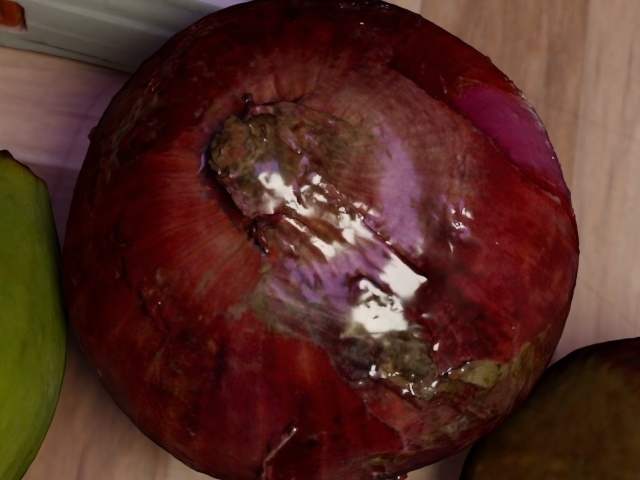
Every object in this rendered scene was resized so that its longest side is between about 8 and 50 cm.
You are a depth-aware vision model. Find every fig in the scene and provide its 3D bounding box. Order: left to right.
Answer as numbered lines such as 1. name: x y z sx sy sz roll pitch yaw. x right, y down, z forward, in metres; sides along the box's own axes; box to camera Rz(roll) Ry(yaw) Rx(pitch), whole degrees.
1. fig: -0.225 0.042 0.954 0.203 0.203 0.225 29 76 4

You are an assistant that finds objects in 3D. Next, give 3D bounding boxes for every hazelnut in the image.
1. hazelnut: 0.175 0.164 0.974 0.218 0.218 0.234 31 89 4

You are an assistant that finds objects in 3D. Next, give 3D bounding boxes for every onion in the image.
1. onion: 0.000 0.000 0.950 0.276 0.276 0.276 2 70 -6

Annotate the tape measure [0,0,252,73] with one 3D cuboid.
1. tape measure: -0.086 -0.209 1.100 0.258 0.130 0.265 13 69 0
